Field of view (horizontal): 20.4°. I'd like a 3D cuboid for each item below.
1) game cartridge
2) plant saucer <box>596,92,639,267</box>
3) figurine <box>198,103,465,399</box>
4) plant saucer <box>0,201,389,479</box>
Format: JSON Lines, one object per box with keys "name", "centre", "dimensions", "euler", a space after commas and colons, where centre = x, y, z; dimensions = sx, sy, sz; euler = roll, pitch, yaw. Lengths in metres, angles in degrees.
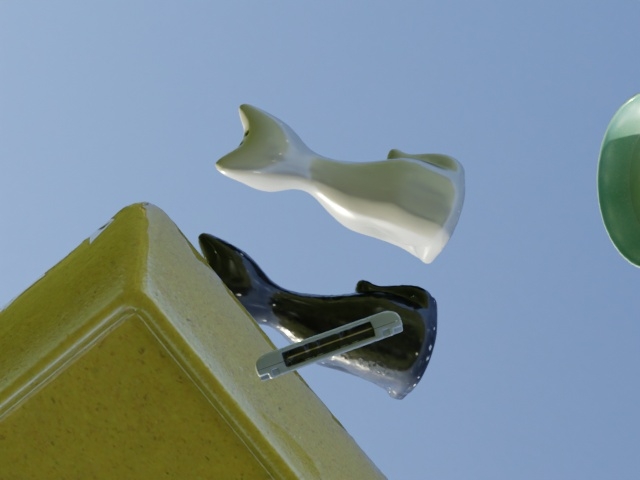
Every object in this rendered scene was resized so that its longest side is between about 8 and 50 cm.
{"name": "game cartridge", "centre": [0.004, 0.058, 0.988], "dimensions": [0.083, 0.056, 0.017], "euler": [-19, -96, -2]}
{"name": "plant saucer", "centre": [0.227, -0.040, 1.191], "dimensions": [0.119, 0.021, 0.119], "euler": [179, -90, -65]}
{"name": "figurine", "centre": [0.000, 0.000, 1.477], "dimensions": [0.092, 0.209, 0.215], "euler": [125, -18, -60]}
{"name": "plant saucer", "centre": [-0.132, 0.192, 1.122], "dimensions": [0.333, 0.333, 0.081], "euler": [-40, 178, -10]}
